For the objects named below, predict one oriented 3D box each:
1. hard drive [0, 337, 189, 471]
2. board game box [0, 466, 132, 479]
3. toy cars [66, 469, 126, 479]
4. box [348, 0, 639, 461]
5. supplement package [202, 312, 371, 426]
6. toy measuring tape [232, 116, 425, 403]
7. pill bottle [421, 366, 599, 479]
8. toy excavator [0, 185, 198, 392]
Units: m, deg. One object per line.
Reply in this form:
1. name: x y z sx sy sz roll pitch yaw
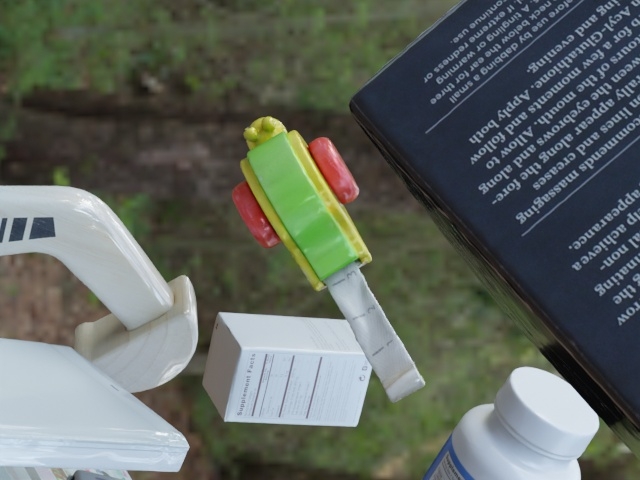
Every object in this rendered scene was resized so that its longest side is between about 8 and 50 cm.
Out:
1. hard drive: -0.288 0.139 1.753 0.307 0.203 0.040 11 107 -50
2. board game box: -0.300 0.254 1.980 0.303 0.097 0.224 31 9 -36
3. toy cars: -0.231 0.312 1.690 0.394 0.176 0.087 -36 165 -51
4. box: 0.246 0.029 1.236 0.395 0.212 0.293 51 1 38
5. supplement package: -0.041 0.160 2.459 0.105 0.179 0.105 -128 -133 -59
6. toy measuring tape: 0.000 0.000 1.853 0.121 0.121 0.330 82 -17 -55
7. pill bottle: 0.157 0.226 1.783 0.221 0.124 0.124 -59 -169 25
8. toy excavator: -0.351 -0.036 1.856 0.222 0.445 0.433 -98 -177 -61
